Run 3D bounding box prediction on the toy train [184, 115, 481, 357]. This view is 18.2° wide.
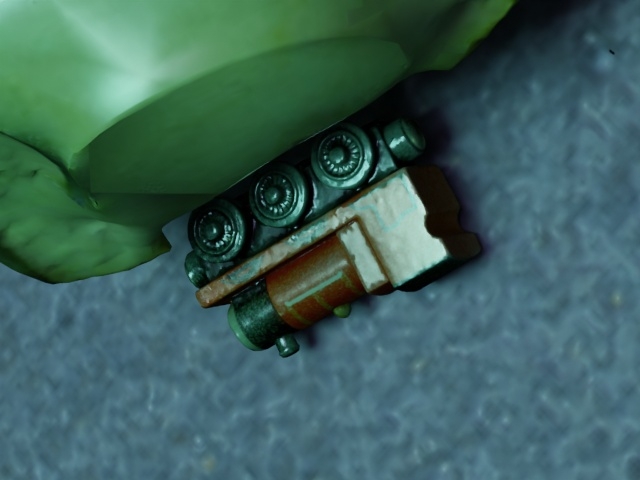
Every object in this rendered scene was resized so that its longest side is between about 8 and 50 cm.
[{"bbox_3d":[0.000,0.000,0.701,0.103,0.044,0.064,-30,82,24],"label":"toy train"}]

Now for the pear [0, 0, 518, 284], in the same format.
[{"bbox_3d":[-0.031,-0.150,0.658,0.282,0.176,0.286,-28,54,17],"label":"pear"}]
